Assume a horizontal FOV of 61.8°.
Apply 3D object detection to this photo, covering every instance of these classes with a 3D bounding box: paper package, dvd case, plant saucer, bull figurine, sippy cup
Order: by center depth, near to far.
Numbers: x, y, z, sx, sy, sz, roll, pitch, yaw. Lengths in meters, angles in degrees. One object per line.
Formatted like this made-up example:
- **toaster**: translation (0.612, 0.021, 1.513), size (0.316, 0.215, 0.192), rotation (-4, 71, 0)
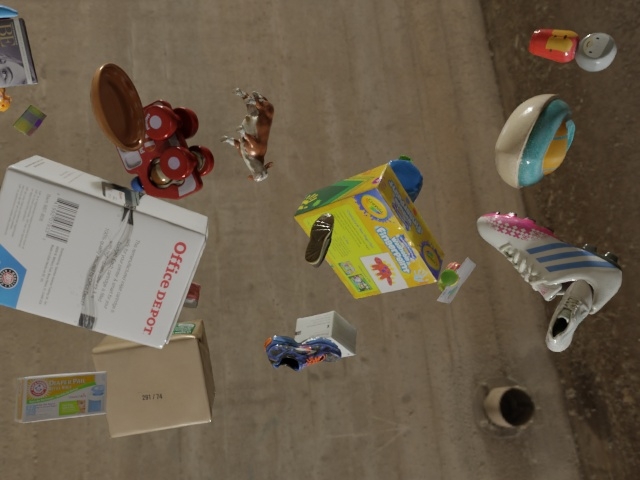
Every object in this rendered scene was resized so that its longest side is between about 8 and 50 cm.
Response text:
- **plant saucer**: translation (-0.462, -0.298, 1.216), size (0.200, 0.037, 0.200), rotation (-10, -90, -80)
- **dvd case**: translation (-0.856, -0.470, 1.367), size (0.018, 0.221, 0.164), rotation (-140, 41, -79)
- **paper package**: translation (-0.518, 0.432, 1.698), size (0.168, 0.325, 0.309), rotation (-111, 14, -76)
- **bull figurine**: translation (-0.226, -0.346, 1.753), size (0.188, 0.101, 0.310), rotation (38, -128, -55)
- **sippy cup**: translation (0.294, -0.201, 2.150), size (0.224, 0.240, 0.305), rotation (120, 139, -60)

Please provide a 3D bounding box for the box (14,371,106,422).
- **box**: translation (-0.680, 0.408, 1.405), size (0.103, 0.203, 0.114), rotation (-19, 72, 49)

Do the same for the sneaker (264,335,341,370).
- **sneaker**: translation (-0.047, 0.324, 1.486), size (0.087, 0.221, 0.083), rotation (-100, 20, -44)

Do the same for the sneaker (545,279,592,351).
- **sneaker**: translation (0.479, 0.139, 1.026), size (0.152, 0.054, 0.061), rotation (-60, -35, -13)

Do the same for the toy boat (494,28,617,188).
- **toy boat**: translation (0.458, -0.251, 1.058), size (0.267, 0.148, 0.318), rotation (-37, -39, -44)

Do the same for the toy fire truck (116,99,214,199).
- **toy fire truck**: translation (-0.489, -0.264, 1.626), size (0.302, 0.254, 0.169), rotation (69, -161, -5)

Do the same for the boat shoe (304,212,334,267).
- **boat shoe**: translation (0.000, 0.000, 1.386), size (0.152, 0.056, 0.049), rotation (-67, -26, -25)

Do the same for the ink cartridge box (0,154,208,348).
- **ink cartridge box**: translation (-0.473, 0.028, 1.149), size (0.166, 0.395, 0.285), rotation (-117, 50, -70)

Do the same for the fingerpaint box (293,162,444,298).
- **fingerpaint box**: translation (0.186, -0.019, 1.977), size (0.445, 0.371, 0.163), rotation (53, -139, -24)

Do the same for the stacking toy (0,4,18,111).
- **stacking toy**: translation (-0.959, -0.526, 1.553), size (0.166, 0.175, 0.301), rotation (25, 127, 35)

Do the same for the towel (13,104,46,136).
- **towel**: translation (-0.843, -0.346, 1.551), size (0.009, 0.083, 0.060), rotation (34, 174, 33)

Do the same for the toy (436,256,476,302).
- **toy**: translation (0.361, 0.102, 1.469), size (0.137, 0.056, 0.237), rotation (-56, -19, 6)

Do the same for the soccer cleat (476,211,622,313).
- **soccer cleat**: translation (0.483, 0.046, 1.188), size (0.143, 0.331, 0.116), rotation (-57, -31, -12)

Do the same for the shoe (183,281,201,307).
- **shoe**: translation (-0.486, 0.164, 1.768), size (0.063, 0.178, 0.081), rotation (131, 151, -60)

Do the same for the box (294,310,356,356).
- **box**: translation (0.021, 0.383, 2.121), size (0.182, 0.181, 0.119), rotation (44, -140, -41)
